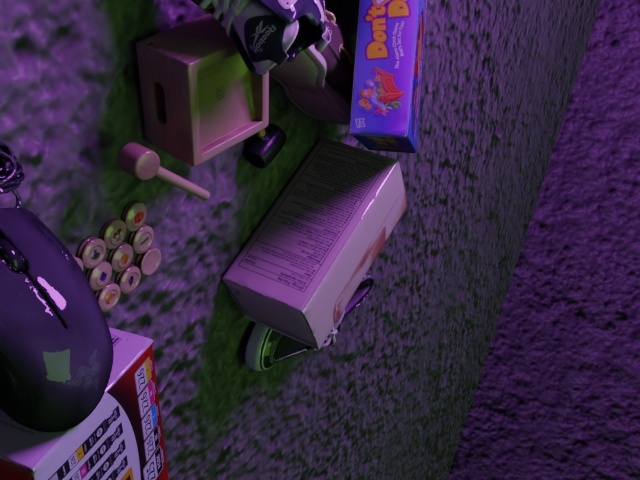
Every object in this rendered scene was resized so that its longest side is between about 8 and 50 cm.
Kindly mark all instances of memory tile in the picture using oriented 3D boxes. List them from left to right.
[{"bbox_3d":[-0.248,0.031,0.955,0.148,0.012,0.113,-48,147,-38],"label":"memory tile"}]

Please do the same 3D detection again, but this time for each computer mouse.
[{"bbox_3d":[-0.271,0.053,0.715,0.188,0.072,0.272,-47,114,-46],"label":"computer mouse"}]

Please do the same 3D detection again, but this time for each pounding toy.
[{"bbox_3d":[-0.161,-0.139,0.915,0.206,0.094,0.181,-36,143,-39],"label":"pounding toy"}]

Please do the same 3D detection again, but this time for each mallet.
[{"bbox_3d":[-0.088,-0.186,1.085,0.062,0.039,0.189,-50,144,-35],"label":"mallet"}]

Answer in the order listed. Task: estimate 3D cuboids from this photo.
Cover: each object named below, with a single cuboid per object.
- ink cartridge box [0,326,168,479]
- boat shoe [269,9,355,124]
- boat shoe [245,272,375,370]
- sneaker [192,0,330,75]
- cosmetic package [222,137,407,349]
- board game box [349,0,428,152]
[{"bbox_3d":[-0.293,0.288,0.873,0.272,0.130,0.309,-52,150,-51],"label":"ink cartridge box"},{"bbox_3d":[-0.016,-0.255,1.084,0.096,0.117,0.324,-71,158,-7],"label":"boat shoe"},{"bbox_3d":[-0.008,0.134,1.389,0.306,0.105,0.113,-35,138,-50],"label":"boat shoe"},{"bbox_3d":[-0.086,-0.246,0.827,0.235,0.153,0.094,7,142,-39],"label":"sneaker"},{"bbox_3d":[0.000,0.000,1.256,0.296,0.153,0.129,-55,151,-24],"label":"cosmetic package"},{"bbox_3d":[0.107,-0.310,1.151,0.233,0.078,0.346,-3,97,-81],"label":"board game box"}]
